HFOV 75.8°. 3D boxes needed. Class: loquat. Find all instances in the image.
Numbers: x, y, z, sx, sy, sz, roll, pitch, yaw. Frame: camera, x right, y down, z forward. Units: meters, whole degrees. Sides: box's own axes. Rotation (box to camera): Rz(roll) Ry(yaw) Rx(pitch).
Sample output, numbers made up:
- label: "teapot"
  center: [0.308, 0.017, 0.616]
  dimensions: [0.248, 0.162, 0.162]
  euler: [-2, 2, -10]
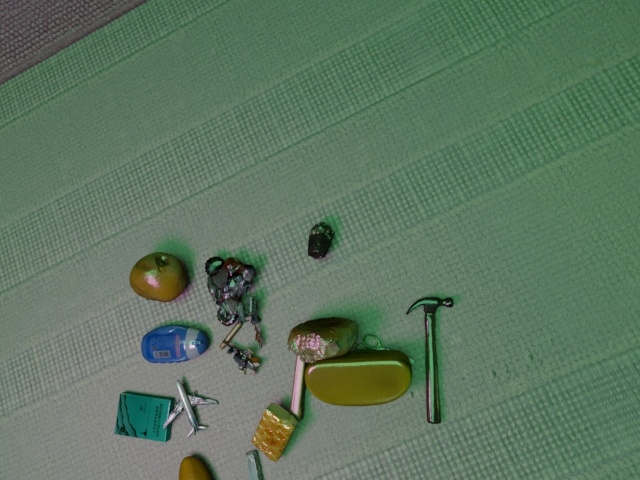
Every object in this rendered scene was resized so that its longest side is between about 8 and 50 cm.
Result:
- label: "loquat"
  center: [-0.640, 0.149, 1.644]
  dimensions: [0.213, 0.213, 0.213]
  euler: [-2, 81, 10]

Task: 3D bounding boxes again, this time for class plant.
- label: "plant"
  center: [0.000, 0.000, 1.582]
  dimensions: [0.094, 0.092, 0.143]
  euler: [23, 61, -22]

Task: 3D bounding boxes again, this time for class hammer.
- label: "hammer"
  center: [0.400, 0.423, 1.474]
  dimensions: [0.168, 0.044, 0.440]
  euler: [-2, 81, 9]

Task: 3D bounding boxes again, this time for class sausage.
- label: "sausage"
  center: [-0.357, 0.378, 1.633]
  dimensions: [0.024, 0.024, 0.132]
  euler: [37, 89, 14]

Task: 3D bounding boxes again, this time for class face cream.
- label: "face cream"
  center: [-0.575, 0.411, 1.639]
  dimensions: [0.264, 0.083, 0.149]
  euler: [-6, 81, 10]

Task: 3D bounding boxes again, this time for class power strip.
- label: "power strip"
  center: [-0.076, 0.541, 1.534]
  dimensions: [0.044, 0.064, 0.305]
  euler: [5, 83, 15]

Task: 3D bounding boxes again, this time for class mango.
- label: "mango"
  center: [-0.465, 0.933, 1.523]
  dimensions: [0.138, 0.113, 0.253]
  euler: [-25, 76, 6]

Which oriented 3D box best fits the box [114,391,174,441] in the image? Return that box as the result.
- label: "box"
  center: [-0.701, 0.700, 1.640]
  dimensions: [0.226, 0.042, 0.161]
  euler: [3, 81, 11]

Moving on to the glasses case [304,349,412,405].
- label: "glasses case"
  center: [0.137, 0.483, 1.458]
  dimensions: [0.371, 0.141, 0.173]
  euler: [-6, 91, 12]

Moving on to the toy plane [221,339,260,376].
- label: "toy plane"
  center: [-0.316, 0.447, 1.586]
  dimensions: [0.188, 0.062, 0.135]
  euler: [30, 120, 6]

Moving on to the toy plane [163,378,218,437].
- label: "toy plane"
  center: [-0.517, 0.649, 1.601]
  dimensions: [0.226, 0.058, 0.226]
  euler: [-24, 71, -6]

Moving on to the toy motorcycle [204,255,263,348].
- label: "toy motorcycle"
  center: [-0.317, 0.230, 1.593]
  dimensions: [0.207, 0.134, 0.401]
  euler: [-21, 74, 14]

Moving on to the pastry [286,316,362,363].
- label: "pastry"
  center: [0.012, 0.351, 1.467]
  dimensions: [0.257, 0.236, 0.120]
  euler: [-6, 92, 21]

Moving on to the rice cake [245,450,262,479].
- label: "rice cake"
  center: [-0.236, 0.892, 1.527]
  dimensions: [0.043, 0.034, 0.211]
  euler: [-16, 79, 17]

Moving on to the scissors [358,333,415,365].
- label: "scissors"
  center: [0.245, 0.417, 1.512]
  dimensions: [0.204, 0.027, 0.101]
  euler: [14, 87, 15]

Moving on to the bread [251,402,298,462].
- label: "bread"
  center: [-0.168, 0.694, 1.493]
  dimensions: [0.125, 0.068, 0.188]
  euler: [29, 113, 14]
